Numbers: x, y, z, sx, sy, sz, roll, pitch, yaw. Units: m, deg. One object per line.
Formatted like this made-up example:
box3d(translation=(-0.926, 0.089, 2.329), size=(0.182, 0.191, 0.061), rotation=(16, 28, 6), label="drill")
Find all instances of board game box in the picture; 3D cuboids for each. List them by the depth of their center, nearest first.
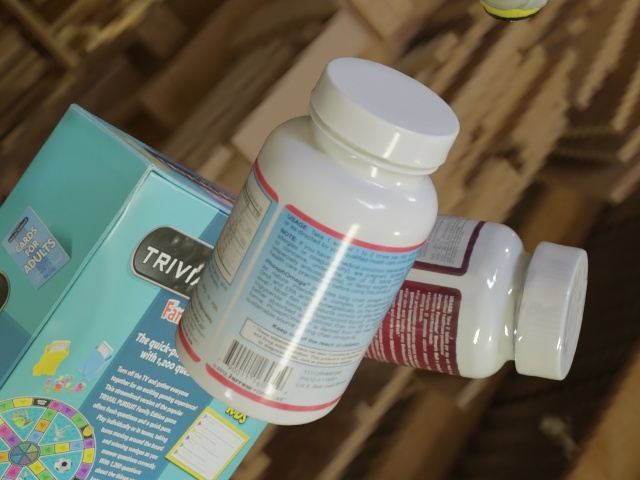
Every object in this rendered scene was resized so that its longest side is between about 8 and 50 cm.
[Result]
box3d(translation=(-0.150, 0.112, 1.088), size=(0.079, 0.254, 0.336), rotation=(37, -86, 34), label="board game box")

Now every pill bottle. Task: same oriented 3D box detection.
box3d(translation=(0.000, 0.000, 0.824), size=(0.087, 0.087, 0.160), rotation=(-81, -163, -63), label="pill bottle")
box3d(translation=(0.085, 0.039, 1.363), size=(0.221, 0.121, 0.121), rotation=(10, -140, 16), label="pill bottle")

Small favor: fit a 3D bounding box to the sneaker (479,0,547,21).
box3d(translation=(0.096, -0.350, 1.505), size=(0.145, 0.384, 0.147), rotation=(-15, 157, -11), label="sneaker")
